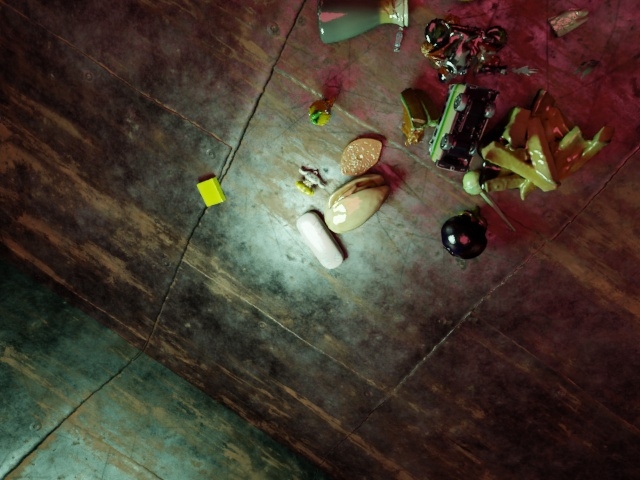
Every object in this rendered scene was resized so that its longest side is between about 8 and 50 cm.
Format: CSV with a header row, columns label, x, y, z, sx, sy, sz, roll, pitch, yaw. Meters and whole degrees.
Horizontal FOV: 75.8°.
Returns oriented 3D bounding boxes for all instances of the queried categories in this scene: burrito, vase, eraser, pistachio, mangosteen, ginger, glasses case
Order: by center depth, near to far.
label,x,y,z,sx,sy,sz,roll,pitch,yaw
burrito,0.847,-0.752,1.400,0.118,0.044,0.074,-23,100,26
ginger,0.777,-0.313,1.440,0.413,0.211,0.359,-24,118,1
vase,0.156,-0.825,1.498,0.320,0.173,0.174,0,112,10
mangosteen,0.608,-0.035,1.696,0.194,0.194,0.231,39,90,-3
pistachio,0.151,-0.157,1.764,0.317,0.214,0.194,-30,59,17
glasses case,0.000,0.000,1.923,0.113,0.075,0.297,-30,102,22
eraser,-0.527,-0.236,1.987,0.097,0.045,0.123,-16,108,21

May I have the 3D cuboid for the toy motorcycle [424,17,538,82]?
label,x,y,z,sx,sy,sz,roll,pitch,yaw
toy motorcycle,0.554,-0.648,1.449,0.400,0.134,0.207,7,125,1

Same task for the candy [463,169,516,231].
label,x,y,z,sx,sy,sz,roll,pitch,yaw
candy,0.702,-0.153,1.680,0.335,0.093,0.092,44,159,-15

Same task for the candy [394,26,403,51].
label,x,y,z,sx,sy,sz,roll,pitch,yaw
candy,0.299,-0.760,1.557,0.030,0.020,0.083,15,113,8

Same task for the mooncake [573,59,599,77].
label,x,y,z,sx,sy,sz,roll,pitch,yaw
mooncake,0.822,-0.700,1.361,0.150,0.057,0.347,-43,65,34

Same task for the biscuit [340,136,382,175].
label,x,y,z,sx,sy,sz,roll,pitch,yaw
biscuit,0.168,-0.360,1.754,0.142,0.029,0.220,45,116,-7

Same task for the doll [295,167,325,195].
label,x,y,z,sx,sy,sz,roll,pitch,yaw
doll,-0.043,-0.258,1.843,0.135,0.071,0.113,13,96,3

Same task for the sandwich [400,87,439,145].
label,x,y,z,sx,sy,sz,roll,pitch,yaw
sandwich,0.374,-0.484,1.607,0.109,0.160,0.185,-13,69,-8

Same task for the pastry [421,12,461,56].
label,x,y,z,sx,sy,sz,roll,pitch,yaw
pastry,0.442,-0.745,1.501,0.087,0.063,0.169,41,117,-1

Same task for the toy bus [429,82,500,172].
label,x,y,z,sx,sy,sz,roll,pitch,yaw
toy bus,0.518,-0.428,1.545,0.143,0.179,0.306,8,115,-13

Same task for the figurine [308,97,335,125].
label,x,y,z,sx,sy,sz,roll,pitch,yaw
figurine,0.008,-0.527,1.658,0.095,0.156,0.115,44,118,-5
